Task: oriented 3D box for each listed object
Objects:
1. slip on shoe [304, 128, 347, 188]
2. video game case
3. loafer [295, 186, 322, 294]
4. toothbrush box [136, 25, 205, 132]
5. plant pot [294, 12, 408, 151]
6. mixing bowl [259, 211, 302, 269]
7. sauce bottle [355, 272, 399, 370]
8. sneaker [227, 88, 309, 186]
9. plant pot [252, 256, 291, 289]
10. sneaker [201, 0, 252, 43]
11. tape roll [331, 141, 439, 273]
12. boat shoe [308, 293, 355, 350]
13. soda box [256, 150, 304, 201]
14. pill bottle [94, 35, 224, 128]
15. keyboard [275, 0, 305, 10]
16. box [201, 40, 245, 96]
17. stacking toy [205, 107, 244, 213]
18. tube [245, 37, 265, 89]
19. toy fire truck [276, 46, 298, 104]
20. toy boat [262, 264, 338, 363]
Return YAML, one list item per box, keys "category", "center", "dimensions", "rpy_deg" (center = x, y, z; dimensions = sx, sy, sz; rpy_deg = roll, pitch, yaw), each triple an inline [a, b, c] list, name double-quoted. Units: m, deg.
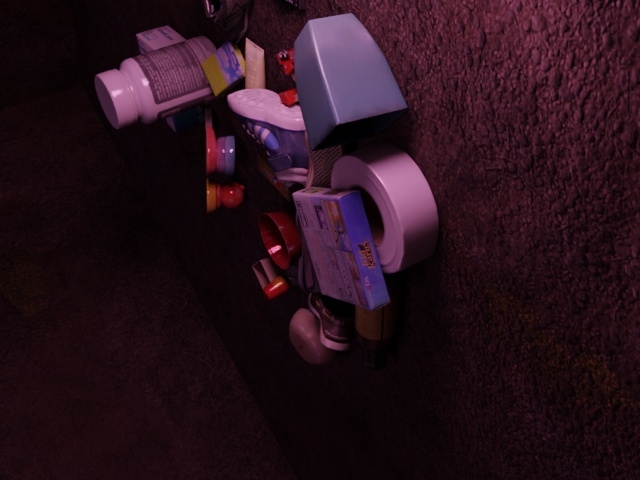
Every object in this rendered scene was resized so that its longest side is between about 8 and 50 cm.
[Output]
- category: "slip on shoe"
  center: [0.018, -0.186, 1.837]
  dimensions: [0.331, 0.123, 0.101]
  rpy_deg: [83, -174, -48]
- category: "video game case"
  center: [0.045, 0.013, 1.743]
  dimensions: [0.244, 0.061, 0.270]
  rpy_deg: [13, 123, 63]
- category: "loafer"
  center: [0.000, 0.000, 2.018]
  dimensions: [0.095, 0.109, 0.303]
  rpy_deg: [13, 108, 44]
- category: "toothbrush box"
  center: [-0.512, -0.558, 2.582]
  dimensions: [0.216, 0.126, 0.296]
  rpy_deg: [44, 148, 42]
- category: "plant pot"
  center: [0.040, -0.335, 1.553]
  dimensions: [0.234, 0.165, 0.165]
  rpy_deg: [70, 158, 6]
- category: "mixing bowl"
  center: [-0.099, -0.015, 2.247]
  dimensions: [0.181, 0.098, 0.181]
  rpy_deg: [46, 150, 37]
- category: "sauce bottle"
  center: [0.141, 0.206, 1.924]
  dimensions: [0.111, 0.111, 0.344]
  rpy_deg: [47, 150, 38]
- category: "sneaker"
  center: [-0.127, -0.257, 1.994]
  dimensions: [0.322, 0.130, 0.236]
  rpy_deg: [27, 132, 39]
- category: "plant pot"
  center: [-0.150, 0.105, 2.479]
  dimensions: [0.109, 0.096, 0.109]
  rpy_deg: [64, 157, 2]
- category: "sneaker"
  center: [-0.255, -0.597, 1.976]
  dimensions: [0.087, 0.130, 0.227]
  rpy_deg: [62, 159, 12]
- category: "tape roll"
  center: [0.139, -0.071, 1.670]
  dimensions: [0.286, 0.100, 0.286]
  rpy_deg: [47, 150, 38]
- category: "boat shoe"
  center: [0.036, 0.181, 2.076]
  dimensions: [0.324, 0.116, 0.097]
  rpy_deg: [-103, 25, -65]
- category: "soda box"
  center: [-0.113, -0.192, 2.150]
  dimensions: [0.181, 0.061, 0.058]
  rpy_deg: [46, 151, 39]
- category: "pill bottle"
  center: [-0.487, -0.480, 2.294]
  dimensions: [0.204, 0.361, 0.204]
  rpy_deg: [46, 150, 37]
- category: "keyboard"
  center: [-0.091, -0.589, 1.760]
  dimensions: [0.180, 0.023, 0.108]
  rpy_deg: [44, 149, 44]
- category: "box"
  center: [-0.273, -0.502, 2.177]
  dimensions: [0.178, 0.042, 0.109]
  rpy_deg: [-20, 96, 52]
- category: "stacking toy"
  center: [-0.324, -0.274, 2.542]
  dimensions: [0.309, 0.130, 0.280]
  rpy_deg: [101, 165, -50]
- category: "tube"
  center: [-0.179, -0.431, 2.074]
  dimensions: [0.070, 0.062, 0.240]
  rpy_deg: [10, 129, 10]
- category: "toy fire truck"
  center: [-0.054, -0.404, 1.830]
  dimensions: [0.192, 0.047, 0.135]
  rpy_deg: [16, 127, 60]
- category: "toy boat"
  center: [-0.040, 0.235, 2.344]
  dimensions: [0.318, 0.148, 0.267]
  rpy_deg: [56, 161, 5]
